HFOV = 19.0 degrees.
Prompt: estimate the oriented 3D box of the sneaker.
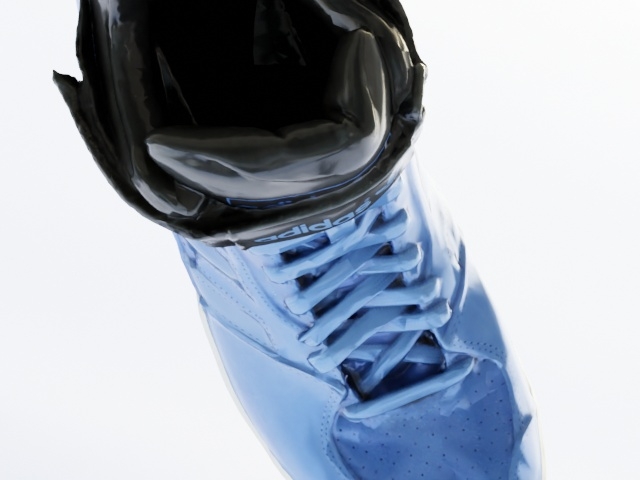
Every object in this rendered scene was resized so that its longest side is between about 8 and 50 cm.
[{"bbox_3d":[-0.001,0.000,0.344,0.058,0.152,0.084,-24,-175,0],"label":"sneaker"}]
